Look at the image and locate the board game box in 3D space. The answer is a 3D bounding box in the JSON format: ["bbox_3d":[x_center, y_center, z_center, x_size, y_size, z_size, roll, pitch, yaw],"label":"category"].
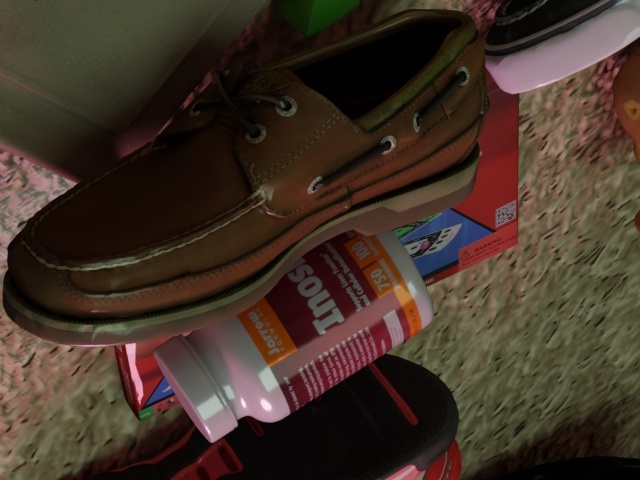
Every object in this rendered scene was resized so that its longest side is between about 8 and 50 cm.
[{"bbox_3d":[0.000,0.000,1.137,0.281,0.027,0.145,-25,137,-18],"label":"board game box"}]

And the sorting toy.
[{"bbox_3d":[-0.109,-0.132,0.910,0.196,0.047,0.347,-53,144,7],"label":"sorting toy"}]

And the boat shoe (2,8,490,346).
[{"bbox_3d":[-0.035,-0.046,0.946,0.307,0.110,0.104,-27,136,-40],"label":"boat shoe"}]

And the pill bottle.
[{"bbox_3d":[-0.017,0.051,1.081,0.152,0.086,0.086,-33,140,-10],"label":"pill bottle"}]

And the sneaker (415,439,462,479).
[{"bbox_3d":[0.013,0.240,1.315,0.118,0.107,0.279,5,126,-52],"label":"sneaker"}]

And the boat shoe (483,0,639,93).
[{"bbox_3d":[0.199,-0.207,1.053,0.301,0.108,0.102,-37,110,16],"label":"boat shoe"}]

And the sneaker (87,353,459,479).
[{"bbox_3d":[-0.056,0.174,1.211,0.314,0.116,0.136,-26,149,-7],"label":"sneaker"}]

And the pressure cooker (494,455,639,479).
[{"bbox_3d":[0.229,0.424,1.439,0.370,0.375,0.420,-32,139,-15],"label":"pressure cooker"}]

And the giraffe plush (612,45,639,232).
[{"bbox_3d":[0.264,-0.093,1.176,0.181,0.210,0.170,-20,173,-44],"label":"giraffe plush"}]
